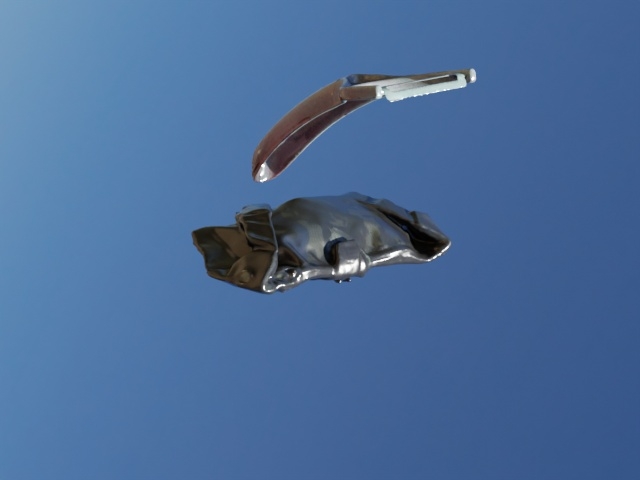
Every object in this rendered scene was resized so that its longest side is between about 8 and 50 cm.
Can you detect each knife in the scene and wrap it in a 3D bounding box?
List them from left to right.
[{"bbox_3d":[0.017,-0.111,1.319,0.278,0.123,0.053,-22,-101,56],"label":"knife"}]

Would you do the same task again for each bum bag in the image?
[{"bbox_3d":[0.000,0.000,1.522,0.137,0.310,0.074,36,-59,36],"label":"bum bag"}]
